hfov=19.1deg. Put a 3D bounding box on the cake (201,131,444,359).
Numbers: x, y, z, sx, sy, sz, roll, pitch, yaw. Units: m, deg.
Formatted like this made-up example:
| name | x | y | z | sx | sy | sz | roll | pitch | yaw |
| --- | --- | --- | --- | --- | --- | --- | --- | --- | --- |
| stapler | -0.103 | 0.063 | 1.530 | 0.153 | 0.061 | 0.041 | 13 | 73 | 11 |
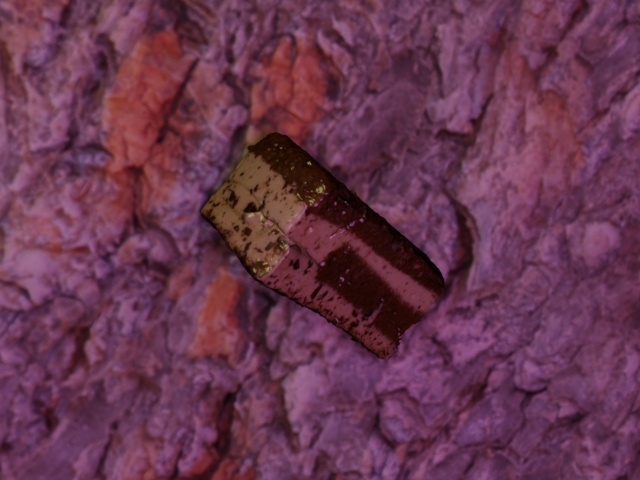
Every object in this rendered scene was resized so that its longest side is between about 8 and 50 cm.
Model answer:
| name | x | y | z | sx | sy | sz | roll | pitch | yaw |
| --- | --- | --- | --- | --- | --- | --- | --- | --- | --- |
| cake | 0.002 | 0.001 | 1.745 | 0.112 | 0.135 | 0.246 | -50 | 144 | 4 |
